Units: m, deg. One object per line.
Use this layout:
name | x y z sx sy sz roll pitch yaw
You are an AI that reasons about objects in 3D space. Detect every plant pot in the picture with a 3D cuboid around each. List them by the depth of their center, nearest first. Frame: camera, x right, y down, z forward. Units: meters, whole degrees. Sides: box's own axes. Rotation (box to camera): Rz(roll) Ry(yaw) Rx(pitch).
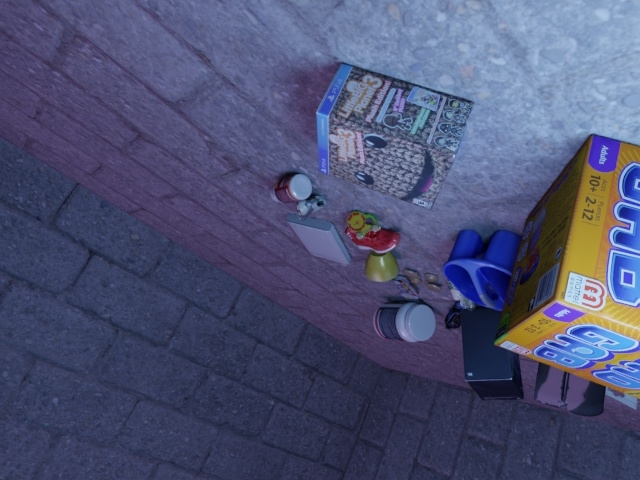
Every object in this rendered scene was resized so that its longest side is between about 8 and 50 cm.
plant pot | 0.231 0.080 1.698 0.134 0.134 0.095 11 128 33

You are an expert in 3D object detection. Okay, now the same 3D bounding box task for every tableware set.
tableware set | 0.418 0.161 1.814 0.169 0.020 0.141 16 157 26

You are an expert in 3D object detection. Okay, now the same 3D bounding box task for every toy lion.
toy lion | 0.142 -0.059 1.508 0.100 0.096 0.034 -26 176 23

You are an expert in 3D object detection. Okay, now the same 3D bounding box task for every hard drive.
hard drive | 0.000 0.000 1.856 0.203 0.040 0.307 14 158 26

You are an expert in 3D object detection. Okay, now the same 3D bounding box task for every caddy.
caddy | 0.523 0.112 1.347 0.241 0.179 0.341 1 149 45

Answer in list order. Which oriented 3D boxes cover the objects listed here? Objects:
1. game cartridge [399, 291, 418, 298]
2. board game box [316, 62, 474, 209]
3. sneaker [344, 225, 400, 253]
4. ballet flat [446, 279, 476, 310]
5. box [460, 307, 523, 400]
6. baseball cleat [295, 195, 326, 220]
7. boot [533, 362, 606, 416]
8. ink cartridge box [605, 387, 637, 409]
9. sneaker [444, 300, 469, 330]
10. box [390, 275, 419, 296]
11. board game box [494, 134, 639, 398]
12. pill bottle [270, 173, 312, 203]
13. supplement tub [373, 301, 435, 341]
game cartridge | 0.409 0.254 2.061 0.056 0.017 0.083 38 156 -24
board game box | 0.152 -0.222 0.987 0.291 0.141 0.232 20 159 10
sneaker | 0.166 -0.019 1.555 0.128 0.087 0.221 34 157 -30
ballet flat | 0.555 0.217 1.736 0.188 0.070 0.070 36 157 -27
box | 0.701 0.466 1.806 0.183 0.296 0.294 -12 144 28
baseball cleat | -0.035 -0.113 1.569 0.110 0.072 0.206 -13 -177 -2
boot | 0.858 0.367 1.333 0.367 0.146 0.444 20 124 40
ink cartridge box | 1.016 0.440 1.535 0.181 0.224 0.056 27 159 -6
sneaker | 0.600 0.334 1.933 0.082 0.090 0.232 21 160 11
box | 0.361 0.195 1.937 0.094 0.027 0.137 12 157 45
board game box | 0.616 0.076 0.891 0.357 0.356 0.356 19 159 13
pill bottle | -0.104 -0.169 1.484 0.086 0.086 0.152 36 156 -29
supplement tub | 0.404 0.396 2.163 0.191 0.191 0.272 33 158 -23
